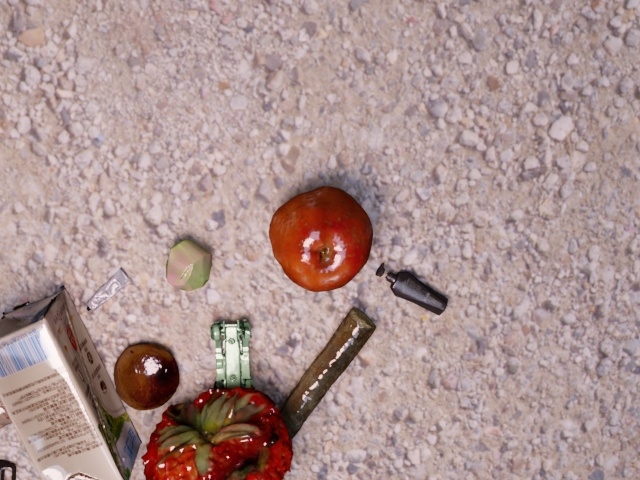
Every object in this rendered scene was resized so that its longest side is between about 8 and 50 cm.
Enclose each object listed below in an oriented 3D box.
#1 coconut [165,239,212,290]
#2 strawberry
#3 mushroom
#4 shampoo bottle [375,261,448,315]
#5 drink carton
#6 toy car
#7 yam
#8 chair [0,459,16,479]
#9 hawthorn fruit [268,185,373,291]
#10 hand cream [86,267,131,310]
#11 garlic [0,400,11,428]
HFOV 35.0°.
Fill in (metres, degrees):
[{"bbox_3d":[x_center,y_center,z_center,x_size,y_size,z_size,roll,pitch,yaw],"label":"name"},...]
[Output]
[{"bbox_3d":[-0.224,0.047,1.720,0.081,0.082,0.083,40,53,12],"label":"coconut"},{"bbox_3d":[-0.167,0.389,1.699,0.261,0.261,0.257,-19,123,1],"label":"strawberry"},{"bbox_3d":[-0.304,0.239,1.767,0.123,0.052,0.123,0,102,0],"label":"mushroom"},{"bbox_3d":[0.159,0.085,1.774,0.137,0.027,0.048,29,85,-9],"label":"shampoo bottle"},{"bbox_3d":[-0.431,0.262,1.690,0.132,0.194,0.324,-23,102,3],"label":"drink carton"},{"bbox_3d":[-0.153,0.206,1.768,0.073,0.054,0.143,-3,100,-1],"label":"toy car"},{"bbox_3d":[0.000,0.241,1.784,0.061,0.061,0.274,34,99,-9],"label":"yam"},{"bbox_3d":[-0.570,0.505,1.800,0.084,0.101,0.212,-3,65,-4],"label":"chair"},{"bbox_3d":[0.000,0.000,1.674,0.189,0.189,0.189,-1,102,-3],"label":"hawthorn fruit"},{"bbox_3d":[-0.369,0.088,1.751,0.093,0.019,0.030,-42,99,-2],"label":"hand cream"},{"bbox_3d":[-0.591,0.266,1.730,0.159,0.102,0.147,0,88,-15],"label":"garlic"}]
